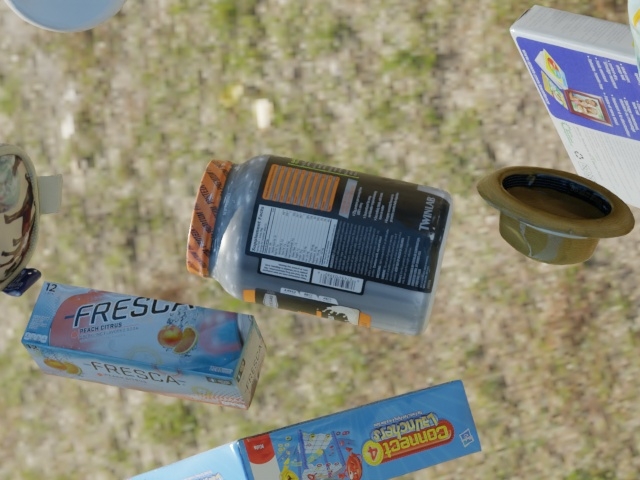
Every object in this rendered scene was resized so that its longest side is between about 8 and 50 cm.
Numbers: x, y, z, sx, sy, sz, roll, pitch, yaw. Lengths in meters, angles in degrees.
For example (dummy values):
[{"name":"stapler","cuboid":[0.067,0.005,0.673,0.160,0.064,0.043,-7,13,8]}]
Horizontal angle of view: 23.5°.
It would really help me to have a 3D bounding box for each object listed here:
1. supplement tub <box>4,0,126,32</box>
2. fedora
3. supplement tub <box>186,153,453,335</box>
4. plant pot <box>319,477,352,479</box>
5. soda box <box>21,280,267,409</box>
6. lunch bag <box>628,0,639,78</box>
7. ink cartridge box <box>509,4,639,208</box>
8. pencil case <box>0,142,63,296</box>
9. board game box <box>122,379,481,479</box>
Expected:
[{"name":"supplement tub","cuboid":[-0.251,-0.314,1.572,0.199,0.144,0.144,-90,16,-58]},{"name":"fedora","cuboid":[0.279,-0.023,1.860,0.194,0.194,0.079,37,126,42]},{"name":"supplement tub","cuboid":[0.000,0.000,1.956,0.316,0.193,0.193,12,113,5]},{"name":"plant pot","cuboid":[-0.011,0.321,0.759,0.341,0.341,0.334,33,133,43]},{"name":"soda box","cuboid":[-0.139,0.083,1.220,0.183,0.058,0.063,8,151,15]},{"name":"lunch bag","cuboid":[0.415,-0.250,1.507,0.262,0.223,0.160,69,-163,-59]},{"name":"ink cartridge box","cuboid":[0.409,-0.142,1.913,0.307,0.072,0.303,23,153,46]},{"name":"pencil case","cuboid":[-0.474,-0.041,1.593,0.410,0.183,0.160,9,99,30]},{"name":"board game box","cuboid":[-0.029,0.258,1.753,0.308,0.302,0.086,-28,76,55]}]
